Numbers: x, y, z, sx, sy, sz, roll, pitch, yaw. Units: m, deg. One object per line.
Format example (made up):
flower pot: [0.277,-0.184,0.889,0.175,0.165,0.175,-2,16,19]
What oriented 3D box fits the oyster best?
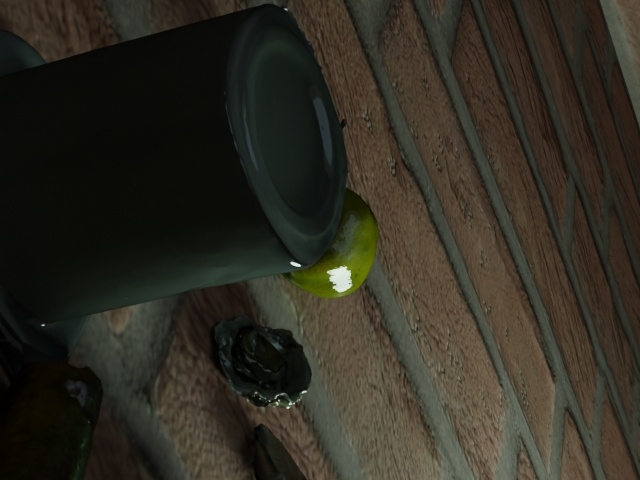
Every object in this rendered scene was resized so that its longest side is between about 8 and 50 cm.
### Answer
oyster: [-0.050,0.090,1.233,0.100,0.037,0.098,28,31,-39]

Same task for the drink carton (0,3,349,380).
drink carton: [-0.102,-0.040,0.939,0.191,0.190,0.185,67,28,-26]

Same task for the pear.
pear: [0.000,0.000,1.337,0.097,0.092,0.092,-9,87,-54]

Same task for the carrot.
carrot: [-0.163,0.157,0.830,0.260,0.070,0.070,-78,149,-51]

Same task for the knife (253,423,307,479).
knife: [0.026,0.271,1.312,0.365,0.043,0.089,58,-5,-38]
